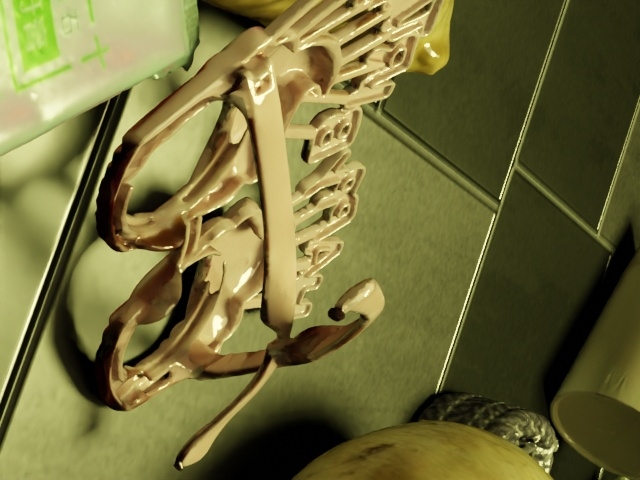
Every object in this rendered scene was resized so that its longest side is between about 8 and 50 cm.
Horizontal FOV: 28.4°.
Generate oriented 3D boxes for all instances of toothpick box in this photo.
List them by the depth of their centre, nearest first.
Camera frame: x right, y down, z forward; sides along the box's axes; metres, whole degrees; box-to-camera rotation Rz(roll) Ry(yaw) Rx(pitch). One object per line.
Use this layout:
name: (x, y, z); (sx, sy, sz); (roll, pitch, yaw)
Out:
toothpick box: (0.268, 0.086, 0.998); (0.181, 0.111, 0.111); (-53, 143, -30)

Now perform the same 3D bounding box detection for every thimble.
thimble: (0.099, 0.146, 0.802); (0.104, 0.066, 0.095); (3, 99, -55)

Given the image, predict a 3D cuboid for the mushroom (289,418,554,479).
mushroom: (0.077, 0.207, 0.660); (0.189, 0.195, 0.254); (-36, 128, -43)

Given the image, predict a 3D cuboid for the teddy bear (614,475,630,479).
teddy bear: (0.329, 0.362, 1.017); (0.357, 0.224, 0.367); (105, -18, -49)

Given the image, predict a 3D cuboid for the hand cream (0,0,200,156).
hand cream: (-0.112, -0.041, 0.299); (0.275, 0.050, 0.079); (-40, 159, -49)

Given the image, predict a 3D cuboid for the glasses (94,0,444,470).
glasses: (-0.001, -0.007, 0.491); (0.162, 0.095, 0.255); (-45, 165, -34)

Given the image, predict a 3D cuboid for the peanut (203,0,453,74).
peanut: (-0.001, -0.120, 0.496); (0.214, 0.099, 0.099); (21, 86, -58)
